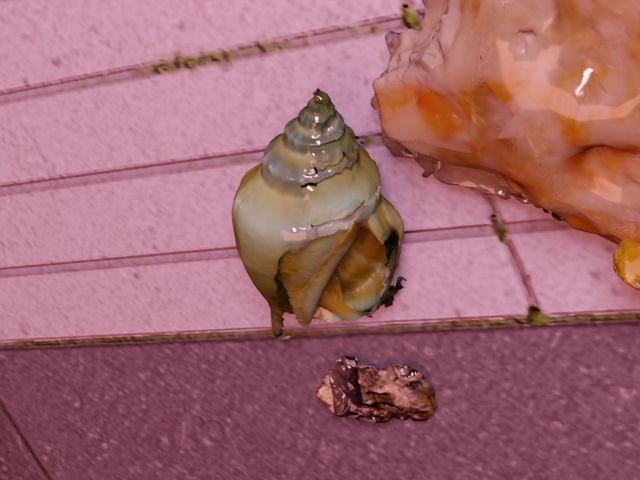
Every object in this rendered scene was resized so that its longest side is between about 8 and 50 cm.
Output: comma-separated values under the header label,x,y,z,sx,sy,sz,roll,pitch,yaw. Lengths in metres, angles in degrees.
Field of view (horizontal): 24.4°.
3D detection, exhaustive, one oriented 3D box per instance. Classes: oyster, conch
label,x,y,z,sx,sy,sz,roll,pitch,yaw
oyster,0.033,0.099,0.944,0.083,0.019,0.054,2,128,31
conch,-0.001,-0.004,0.839,0.095,0.079,0.201,3,146,15

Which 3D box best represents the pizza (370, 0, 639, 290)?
label,x,y,z,sx,sy,sz,roll,pitch,yaw
pizza,0.230,-0.093,0.609,0.435,0.080,0.392,21,135,14
